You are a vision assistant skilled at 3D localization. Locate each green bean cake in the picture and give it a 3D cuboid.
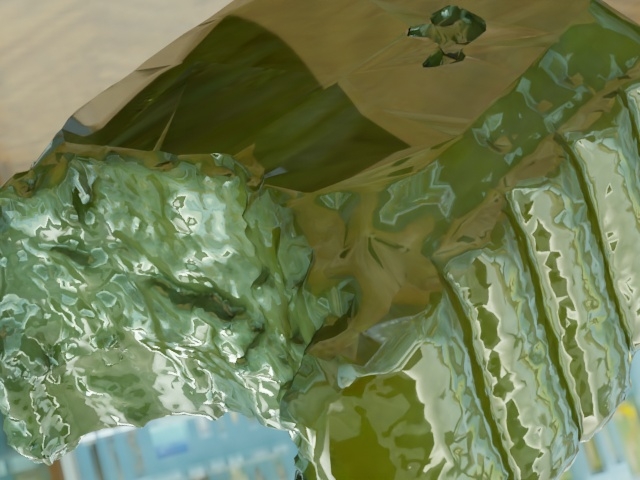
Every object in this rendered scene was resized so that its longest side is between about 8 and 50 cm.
[{"bbox_3d":[0.000,0.000,0.554,0.236,0.124,0.233,10,-137,42],"label":"green bean cake"}]
